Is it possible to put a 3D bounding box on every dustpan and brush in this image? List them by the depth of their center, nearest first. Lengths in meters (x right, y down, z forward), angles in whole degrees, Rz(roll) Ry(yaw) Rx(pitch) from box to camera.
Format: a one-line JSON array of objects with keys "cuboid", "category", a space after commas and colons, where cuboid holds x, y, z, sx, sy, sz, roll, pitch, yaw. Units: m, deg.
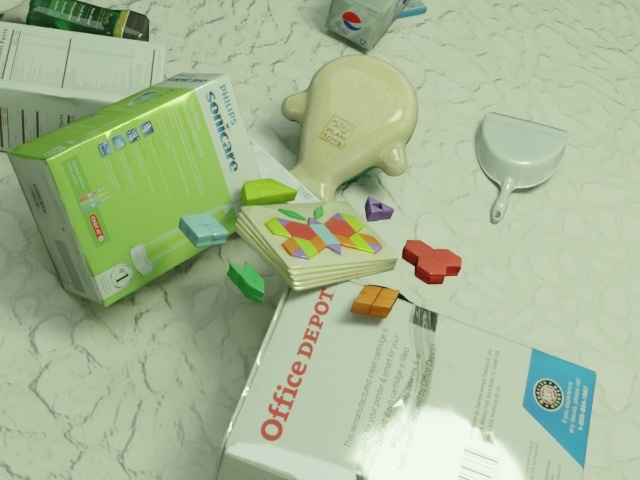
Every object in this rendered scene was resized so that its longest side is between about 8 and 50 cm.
[{"cuboid": [0.308, -0.113, 1.591, 0.147, 0.060, 0.211, 16, 43, 12], "category": "dustpan and brush"}]

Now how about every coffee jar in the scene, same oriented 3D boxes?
[{"cuboid": [-0.361, -0.325, 1.547, 0.185, 0.096, 0.079, 11, 54, -5], "category": "coffee jar"}]

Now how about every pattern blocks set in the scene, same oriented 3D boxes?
[{"cuboid": [0.000, 0.000, 1.250, 0.285, 0.026, 0.325, 37, 35, 29], "category": "pattern blocks set"}]

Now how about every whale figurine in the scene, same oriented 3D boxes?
[{"cuboid": [0.034, -0.149, 1.513, 0.216, 0.141, 0.272, 29, 76, 9], "category": "whale figurine"}]

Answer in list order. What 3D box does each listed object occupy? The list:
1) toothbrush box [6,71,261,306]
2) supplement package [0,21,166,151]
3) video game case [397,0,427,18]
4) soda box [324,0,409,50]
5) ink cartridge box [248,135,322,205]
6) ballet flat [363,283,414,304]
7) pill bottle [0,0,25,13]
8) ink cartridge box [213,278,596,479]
[{"cuboid": [-0.229, -0.075, 1.301, 0.283, 0.206, 0.122, -32, 28, -31], "category": "toothbrush box"}, {"cuboid": [-0.355, -0.209, 1.434, 0.244, 0.134, 0.139, 7, 52, -10], "category": "supplement package"}, {"cuboid": [0.107, -0.471, 1.836, 0.119, 0.015, 0.166, -16, 59, -24], "category": "video game case"}, {"cuboid": [0.119, -0.465, 1.765, 0.098, 0.091, 0.286, 29, 52, 8], "category": "soda box"}, {"cuboid": [-0.071, -0.061, 1.416, 0.207, 0.097, 0.046, 43, 54, 18], "category": "ink cartridge box"}, {"cuboid": [0.124, 0.115, 1.374, 0.173, 0.049, 0.057, 29, 79, 14], "category": "ballet flat"}, {"cuboid": [-0.597, -0.496, 1.515, 0.361, 0.204, 0.204, 31, 50, 31], "category": "pill bottle"}, {"cuboid": [0.100, 0.237, 1.182, 0.395, 0.166, 0.285, 21, 50, 2], "category": "ink cartridge box"}]
